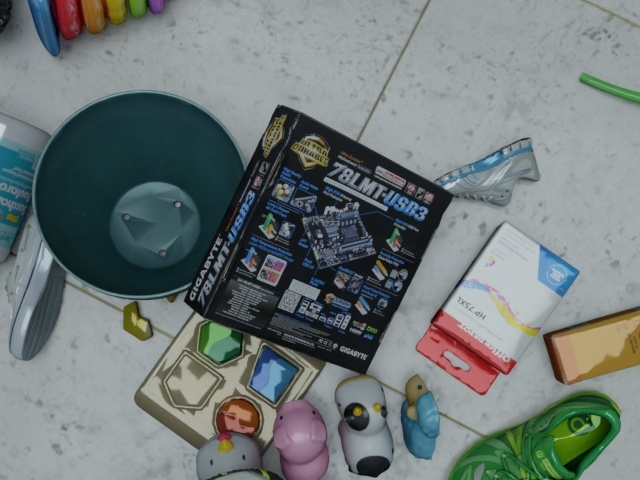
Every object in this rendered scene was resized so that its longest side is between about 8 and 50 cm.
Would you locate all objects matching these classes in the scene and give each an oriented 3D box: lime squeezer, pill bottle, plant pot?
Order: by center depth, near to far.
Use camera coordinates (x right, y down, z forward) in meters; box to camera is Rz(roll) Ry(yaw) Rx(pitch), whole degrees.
[{"bbox_3d":[-0.245,-0.044,1.436,0.290,0.195,0.290,1,77,-3],"label":"plant pot"},{"bbox_3d":[-0.509,-0.060,1.486,0.146,0.146,0.264,21,88,4],"label":"pill bottle"},{"bbox_3d":[0.552,-0.225,1.490,0.310,0.059,0.110,-9,86,3],"label":"lime squeezer"}]

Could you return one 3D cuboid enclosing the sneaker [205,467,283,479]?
[{"bbox_3d":[-0.049,0.408,1.324,0.145,0.385,0.147,-55,43,19],"label":"sneaker"}]

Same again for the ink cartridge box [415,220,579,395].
[{"bbox_3d":[0.256,0.103,1.471,0.134,0.078,0.231,34,89,5],"label":"ink cartridge box"}]

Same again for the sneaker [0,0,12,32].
[{"bbox_3d":[-0.515,-0.415,1.527,0.098,0.135,0.276,27,59,-37],"label":"sneaker"}]

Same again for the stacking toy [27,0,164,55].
[{"bbox_3d":[-0.288,-0.395,1.508,0.302,0.166,0.175,-9,72,-9],"label":"stacking toy"}]

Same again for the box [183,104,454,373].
[{"bbox_3d":[0.005,0.008,1.365,0.295,0.073,0.293,23,92,-36],"label":"box"}]

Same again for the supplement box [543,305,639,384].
[{"bbox_3d":[0.451,0.141,1.461,0.233,0.080,0.078,-16,86,3],"label":"supplement box"}]

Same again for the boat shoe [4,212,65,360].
[{"bbox_3d":[-0.436,0.067,1.516,0.076,0.083,0.226,12,75,15],"label":"boat shoe"}]

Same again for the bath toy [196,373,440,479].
[{"bbox_3d":[-0.008,0.286,1.422,0.348,0.129,0.151,-14,92,-6],"label":"bath toy"}]

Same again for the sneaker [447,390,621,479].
[{"bbox_3d":[0.300,0.311,1.432,0.295,0.123,0.109,-36,85,0],"label":"sneaker"}]

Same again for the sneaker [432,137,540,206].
[{"bbox_3d":[0.241,-0.081,1.491,0.191,0.071,0.083,-24,91,1],"label":"sneaker"}]

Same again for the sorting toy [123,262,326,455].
[{"bbox_3d":[-0.176,0.182,1.505,0.307,0.041,0.229,35,88,4],"label":"sorting toy"}]
